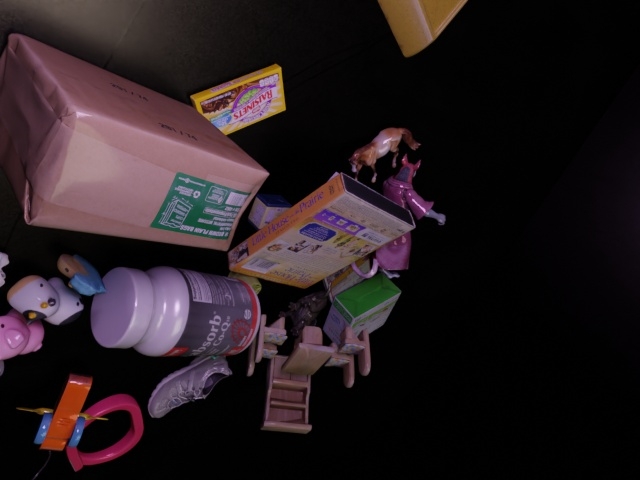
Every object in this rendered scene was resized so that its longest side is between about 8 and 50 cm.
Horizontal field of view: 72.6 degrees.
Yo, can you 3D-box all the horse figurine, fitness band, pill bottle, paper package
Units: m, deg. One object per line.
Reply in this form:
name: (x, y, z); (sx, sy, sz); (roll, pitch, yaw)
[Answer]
horse figurine: (0.183, -0.264, 1.307); (0.263, 0.066, 0.174); (-35, 150, -13)
fitness band: (-0.632, 0.563, 1.279); (0.209, 0.054, 0.290); (-22, 139, -36)
pill bottle: (-0.337, 0.175, 1.062); (0.363, 0.210, 0.210); (19, 110, -53)
paper package: (-0.305, -0.141, 0.695); (0.325, 0.309, 0.168); (12, 116, -52)

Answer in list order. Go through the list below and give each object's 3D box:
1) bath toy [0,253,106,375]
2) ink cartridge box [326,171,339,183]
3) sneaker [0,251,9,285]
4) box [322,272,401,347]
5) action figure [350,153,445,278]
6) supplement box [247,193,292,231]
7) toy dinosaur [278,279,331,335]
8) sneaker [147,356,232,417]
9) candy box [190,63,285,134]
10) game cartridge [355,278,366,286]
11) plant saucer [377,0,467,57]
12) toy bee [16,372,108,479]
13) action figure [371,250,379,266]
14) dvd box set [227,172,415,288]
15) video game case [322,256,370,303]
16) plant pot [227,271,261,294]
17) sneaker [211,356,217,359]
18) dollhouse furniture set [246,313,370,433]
bath toy: (-0.595, 0.181, 0.864); (0.348, 0.129, 0.151); (-44, 140, -4)
ink cartridge box: (0.103, -0.113, 1.268); (0.060, 0.180, 0.104); (-49, 146, 1)
sneaker: (-0.623, 0.084, 0.806); (0.061, 0.054, 0.152); (7, 118, -53)
box: (0.167, 0.287, 1.757); (0.262, 0.127, 0.231); (-23, 147, -33)
action figure: (0.219, -0.089, 1.370); (0.276, 0.248, 0.369); (-5, 114, -31)
supplement box: (-0.136, -0.073, 1.162); (0.083, 0.056, 0.083); (-2, 125, -46)
toy dinosaur: (-0.043, 0.243, 1.555); (0.160, 0.121, 0.313); (-9, 127, -58)
sneaker: (-0.404, 0.455, 1.350); (0.281, 0.115, 0.105); (-39, 145, -11)
candy box: (-0.169, -0.294, 0.935); (0.206, 0.027, 0.105); (-30, 146, -22)
game cartridge: (0.164, 0.182, 1.772); (0.056, 0.017, 0.083); (-32, 143, -14)
plant saucer: (0.282, -0.648, 1.017); (0.332, 0.081, 0.333); (-49, 145, 5)
toy bee: (-0.662, 0.457, 1.083); (0.195, 0.162, 0.298); (45, 74, -25)
action figure: (0.268, 0.014, 1.617); (0.092, 0.139, 0.280); (-20, 140, -31)
dvd box set: (0.000, 0.000, 1.177); (0.420, 0.062, 0.308); (-32, 145, 32)
video game case: (0.096, 0.104, 1.596); (0.204, 0.025, 0.285); (-37, 149, -14)
plant pot: (-0.212, 0.121, 1.255); (0.083, 0.079, 0.083); (-28, 142, -25)
sneaker: (-0.336, 0.297, 1.301); (0.065, 0.076, 0.166); (-36, 144, -17)
dollhouse furniture set: (-0.071, 0.466, 1.469); (0.362, 0.256, 0.394); (11, 142, -15)
